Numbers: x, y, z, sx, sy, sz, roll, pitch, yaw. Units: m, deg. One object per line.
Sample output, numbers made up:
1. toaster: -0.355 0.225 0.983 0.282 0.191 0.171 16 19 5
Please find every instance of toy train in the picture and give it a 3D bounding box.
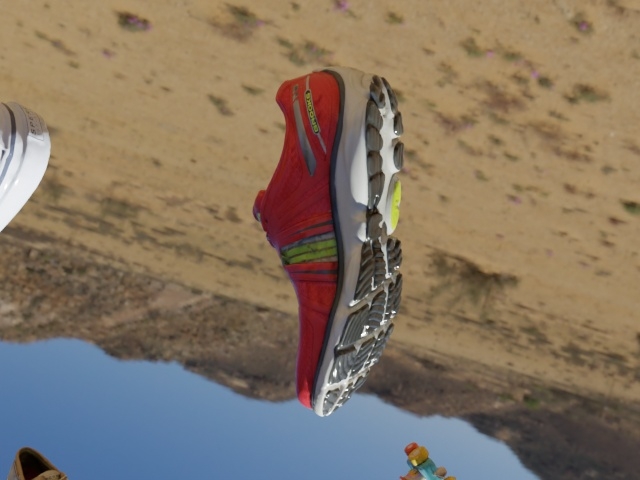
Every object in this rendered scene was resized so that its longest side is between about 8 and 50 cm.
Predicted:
1. toy train: 0.151 0.321 1.114 0.166 0.046 0.125 40 159 39

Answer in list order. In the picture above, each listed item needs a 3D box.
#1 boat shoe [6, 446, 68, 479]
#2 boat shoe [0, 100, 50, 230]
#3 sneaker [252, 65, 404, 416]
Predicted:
1. boat shoe: -0.266 0.244 0.897 0.050 0.045 0.135 -3 -162 -46
2. boat shoe: -0.252 -0.003 0.566 0.075 0.226 0.083 13 -146 -46
3. sneaker: 0.000 0.000 0.758 0.118 0.279 0.107 7 -174 26
